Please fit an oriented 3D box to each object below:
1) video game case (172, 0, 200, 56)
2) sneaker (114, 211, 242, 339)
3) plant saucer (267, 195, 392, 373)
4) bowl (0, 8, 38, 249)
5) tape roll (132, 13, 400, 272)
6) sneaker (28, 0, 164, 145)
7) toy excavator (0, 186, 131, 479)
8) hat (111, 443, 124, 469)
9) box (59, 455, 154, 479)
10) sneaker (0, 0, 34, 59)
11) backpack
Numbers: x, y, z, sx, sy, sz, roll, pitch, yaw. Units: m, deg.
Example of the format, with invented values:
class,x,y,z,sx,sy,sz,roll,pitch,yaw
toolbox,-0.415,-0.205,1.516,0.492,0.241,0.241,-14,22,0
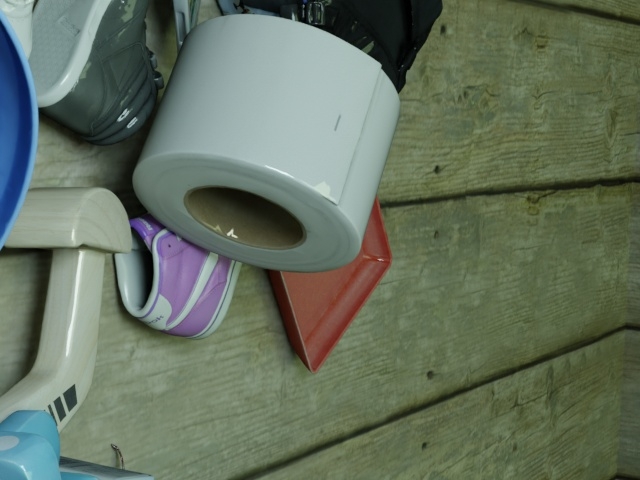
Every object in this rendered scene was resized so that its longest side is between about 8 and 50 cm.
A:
class,x,y,z,sx,sy,sz,roll,pitch,yaw
video game case,-0.140,-0.297,1.544,0.143,0.019,0.157,97,-1,-68
sneaker,-0.145,-0.037,1.590,0.161,0.102,0.282,26,73,-56
plant saucer,0.000,0.000,1.900,0.259,0.048,0.258,-53,138,-43
bowl,-0.393,-0.057,1.018,0.391,0.077,0.391,-26,135,-29
tape roll,-0.054,-0.094,1.474,0.246,0.246,0.169,51,50,-51
sneaker,-0.206,-0.229,1.457,0.296,0.104,0.147,-68,151,-20
toy excavator,-0.287,0.207,1.320,0.445,0.222,0.433,-51,138,-64
hat,-0.221,0.385,1.603,0.208,0.183,0.173,-42,140,10
box,-0.245,0.296,1.442,0.072,0.126,0.137,10,87,-62
sneaker,-0.282,-0.266,1.292,0.090,0.115,0.232,-26,117,-56
backpack,0.017,-0.287,1.721,0.276,0.213,0.263,-55,137,-23
